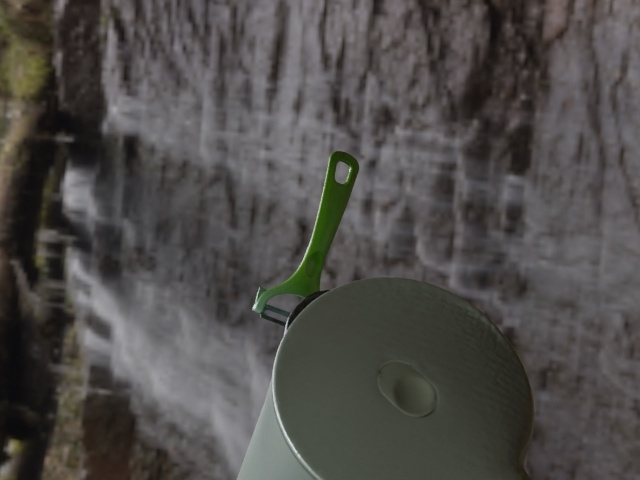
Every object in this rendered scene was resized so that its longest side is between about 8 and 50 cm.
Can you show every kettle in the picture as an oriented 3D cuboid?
[{"bbox_3d":[0.045,0.215,1.037,0.318,0.205,0.265,108,151,-53],"label":"kettle"}]

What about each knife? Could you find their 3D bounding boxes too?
[{"bbox_3d":[0.001,0.000,1.160,0.022,0.078,0.166,8,76,64],"label":"knife"}]
